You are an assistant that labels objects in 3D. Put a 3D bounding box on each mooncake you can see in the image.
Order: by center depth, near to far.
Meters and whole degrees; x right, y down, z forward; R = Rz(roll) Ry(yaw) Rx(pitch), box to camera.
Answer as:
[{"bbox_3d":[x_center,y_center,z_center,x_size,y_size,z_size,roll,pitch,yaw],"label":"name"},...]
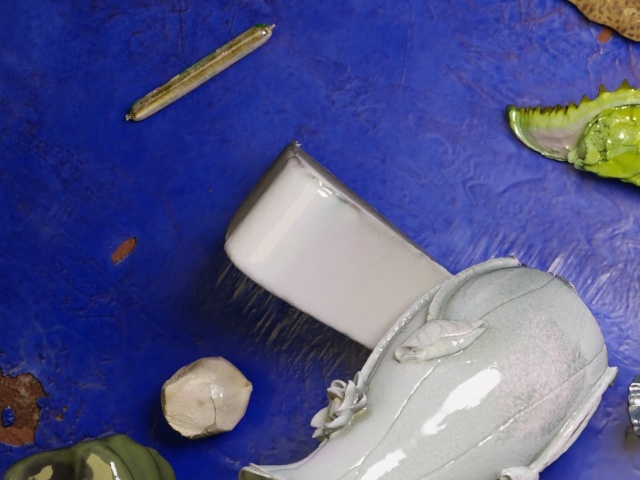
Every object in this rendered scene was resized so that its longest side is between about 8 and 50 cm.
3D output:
[{"bbox_3d":[-0.269,0.428,1.417,0.187,0.351,0.351,-15,74,14],"label":"mooncake"}]

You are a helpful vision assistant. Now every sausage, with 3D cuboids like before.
[{"bbox_3d":[-0.179,-0.248,1.689,0.269,0.033,0.033,-30,70,13],"label":"sausage"}]

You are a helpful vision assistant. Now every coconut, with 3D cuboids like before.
[{"bbox_3d":[-0.149,0.212,1.538,0.124,0.110,0.110,-21,72,19],"label":"coconut"}]

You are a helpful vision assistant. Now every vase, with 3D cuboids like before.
[{"bbox_3d":[0.121,0.215,1.279,0.445,0.250,0.250,-34,64,-28],"label":"vase"}]

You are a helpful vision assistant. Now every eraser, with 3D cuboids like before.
[{"bbox_3d":[0.000,0.000,1.421,0.331,0.331,0.150,42,95,23],"label":"eraser"}]

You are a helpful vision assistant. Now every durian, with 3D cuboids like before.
[{"bbox_3d":[0.400,-0.128,1.408,0.375,0.106,0.132,13,89,27],"label":"durian"}]

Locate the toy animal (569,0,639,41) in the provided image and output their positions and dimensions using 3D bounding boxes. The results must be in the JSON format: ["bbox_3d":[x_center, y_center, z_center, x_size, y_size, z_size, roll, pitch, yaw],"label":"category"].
[{"bbox_3d":[0.388,-0.325,1.482,0.275,0.054,0.149,2,77,22],"label":"toy animal"}]

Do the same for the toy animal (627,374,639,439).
[{"bbox_3d":[0.452,0.195,1.311,0.179,0.116,0.219,-7,70,20],"label":"toy animal"}]
